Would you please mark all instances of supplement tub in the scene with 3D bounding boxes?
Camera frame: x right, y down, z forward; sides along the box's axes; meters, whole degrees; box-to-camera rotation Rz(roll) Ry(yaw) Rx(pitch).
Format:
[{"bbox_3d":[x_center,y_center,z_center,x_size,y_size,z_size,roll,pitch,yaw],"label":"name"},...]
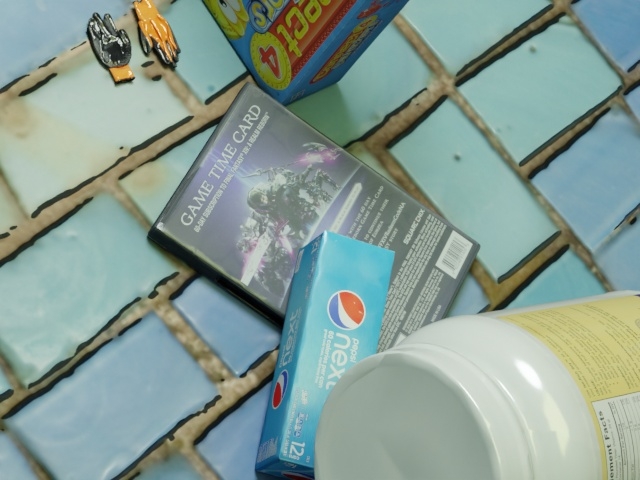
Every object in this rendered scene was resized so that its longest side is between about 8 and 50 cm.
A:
[{"bbox_3d":[0.182,0.173,1.571,0.331,0.241,0.241,-6,68,-44],"label":"supplement tub"}]

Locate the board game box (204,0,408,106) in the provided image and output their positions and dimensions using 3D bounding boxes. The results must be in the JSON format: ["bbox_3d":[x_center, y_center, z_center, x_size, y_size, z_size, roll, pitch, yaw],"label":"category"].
[{"bbox_3d":[-0.033,-0.323,1.708,0.086,0.308,0.302,-27,79,-33],"label":"board game box"}]

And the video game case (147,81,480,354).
[{"bbox_3d":[0.000,0.000,1.736,0.274,0.026,0.196,34,55,-7],"label":"video game case"}]

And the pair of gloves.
[{"bbox_3d":[-0.173,-0.185,1.749,0.083,0.010,0.074,-22,78,-31],"label":"pair of gloves"}]

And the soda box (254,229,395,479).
[{"bbox_3d":[0.004,0.104,1.637,0.071,0.067,0.210,17,70,-16],"label":"soda box"}]
